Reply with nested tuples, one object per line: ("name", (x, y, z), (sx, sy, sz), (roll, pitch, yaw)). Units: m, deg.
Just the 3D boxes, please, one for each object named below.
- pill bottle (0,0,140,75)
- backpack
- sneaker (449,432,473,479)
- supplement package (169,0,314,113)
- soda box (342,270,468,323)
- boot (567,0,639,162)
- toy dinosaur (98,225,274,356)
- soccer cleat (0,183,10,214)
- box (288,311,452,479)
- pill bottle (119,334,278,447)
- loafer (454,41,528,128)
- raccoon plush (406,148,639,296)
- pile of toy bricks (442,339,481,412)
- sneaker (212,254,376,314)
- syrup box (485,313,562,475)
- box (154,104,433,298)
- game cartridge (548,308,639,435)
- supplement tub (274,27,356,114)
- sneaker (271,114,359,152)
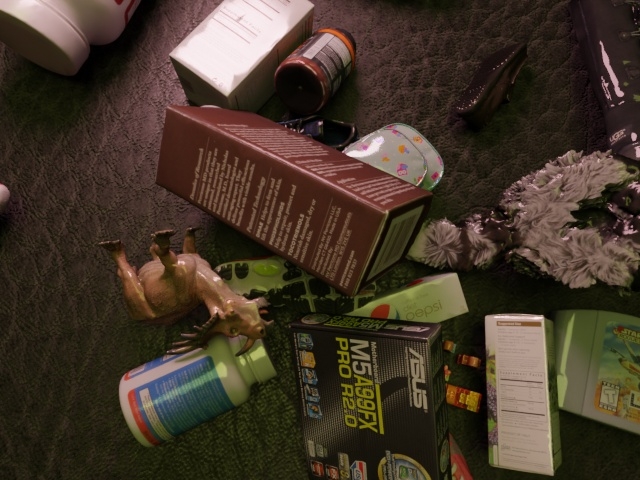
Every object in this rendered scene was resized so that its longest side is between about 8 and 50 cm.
("pill bottle", (-0.434, -0.523, 0.827), (0.229, 0.229, 0.407), (22, 76, 2))
("backpack", (0.121, -0.118, 0.808), (0.188, 0.144, 0.165), (-37, 76, -15))
("sneaker", (0.211, 0.398, 0.691), (0.116, 0.136, 0.313), (-28, 80, -10))
("supplement package", (-0.138, -0.353, 0.850), (0.134, 0.139, 0.244), (37, 76, 6))
("soda box", (0.136, 0.120, 0.781), (0.216, 0.069, 0.073), (-18, 91, -6))
("boot", (0.707, -0.319, 0.900), (0.368, 0.146, 0.444), (7, 66, -14))
("toy dinosaur", (-0.233, 0.086, 0.695), (0.296, 0.127, 0.200), (-7, 94, 34))
("soccer cleat", (-0.649, 0.036, 0.755), (0.331, 0.116, 0.143), (-37, 97, -8))
("box", (0.071, 0.245, 0.655), (0.217, 0.060, 0.269), (0, 102, 32))
("pill bottle", (-0.186, 0.222, 0.717), (0.222, 0.124, 0.124), (-23, 79, -8))
("loafer", (0.350, -0.309, 0.907), (0.078, 0.080, 0.220), (46, 75, -26))
("raccoon plush", (0.408, -0.034, 0.822), (0.447, 0.299, 0.215), (8, 91, 31))
("pile of toy bricks", (0.179, 0.216, 0.748), (0.213, 0.105, 0.117), (16, 76, 1))
("sneaker", (-0.046, 0.058, 0.765), (0.279, 0.118, 0.107), (2, 101, 7))
("syrup box", (0.332, 0.243, 0.740), (0.097, 0.093, 0.236), (-7, 73, 33))
("box", (-0.047, -0.080, 0.695), (0.382, 0.191, 0.143), (31, 116, 22))
("game cartridge", (0.543, 0.234, 0.792), (0.298, 0.062, 0.197), (17, 80, 1))
("supplement tub", (0.000, -0.328, 0.848), (0.106, 0.106, 0.197), (28, 51, 4))
("sneaker", (-0.043, -0.198, 0.842), (0.233, 0.090, 0.081), (1, 77, -3))
